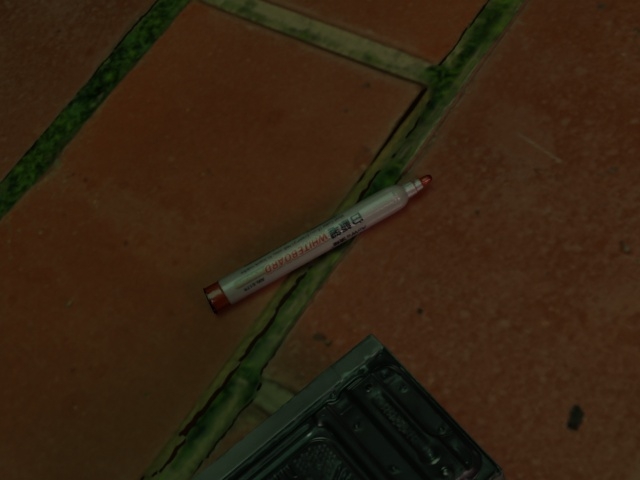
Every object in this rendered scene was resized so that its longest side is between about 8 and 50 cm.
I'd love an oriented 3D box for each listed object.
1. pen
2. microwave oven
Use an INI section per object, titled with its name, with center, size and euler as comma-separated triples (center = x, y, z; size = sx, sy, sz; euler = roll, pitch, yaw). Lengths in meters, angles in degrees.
[pen]
center = 0.000, 0.000, 0.984
size = 0.218, 0.026, 0.026
euler = -29, 55, -2
[microwave oven]
center = 0.012, 0.195, 0.798
size = 0.208, 0.122, 0.162
euler = -39, 55, -8
